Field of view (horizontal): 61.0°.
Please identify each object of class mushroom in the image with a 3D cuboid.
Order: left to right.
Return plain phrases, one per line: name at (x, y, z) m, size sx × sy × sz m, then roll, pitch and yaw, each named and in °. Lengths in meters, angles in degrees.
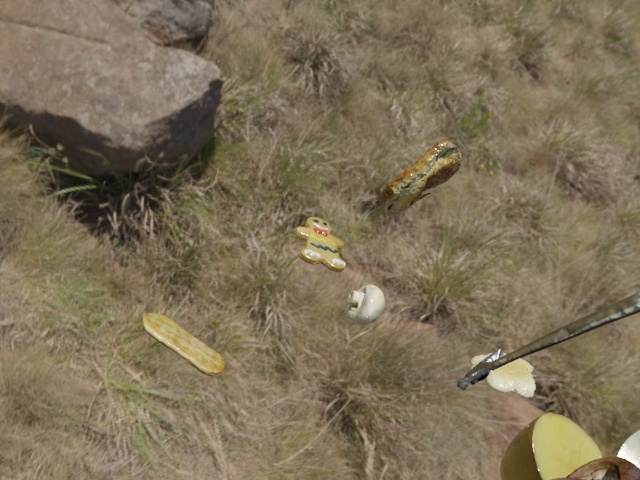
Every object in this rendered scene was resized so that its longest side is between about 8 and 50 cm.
mushroom at (0.085, 0.124, 1.051) m, size 0.068 × 0.083 × 0.083 m, roll 28°, pitch 49°, yaw -19°
mushroom at (0.406, 0.389, 0.819) m, size 0.135 × 0.171 × 0.080 m, roll 9°, pitch 64°, yaw -76°

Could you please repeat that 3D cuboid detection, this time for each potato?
potato at (0.405, 0.428, 0.984) m, size 0.204 × 0.158 × 0.178 m, roll 36°, pitch 48°, yaw -12°

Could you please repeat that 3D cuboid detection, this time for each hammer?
hammer at (0.336, 0.150, 0.801) m, size 0.125 × 0.297 × 0.027 m, roll -17°, pitch 72°, yaw -49°

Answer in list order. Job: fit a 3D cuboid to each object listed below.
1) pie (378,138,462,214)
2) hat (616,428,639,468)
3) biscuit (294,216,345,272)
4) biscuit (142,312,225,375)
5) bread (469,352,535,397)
pie at (0.303, -0.178, 1.666) m, size 0.308 × 0.308 × 0.085 m, roll -26°, pitch 73°, yaw -41°
hat at (0.732, 0.499, 1.069) m, size 0.130 × 0.257 × 0.257 m, roll 57°, pitch 40°, yaw -31°
biscuit at (0.001, -0.001, 1.617) m, size 0.158 × 0.035 × 0.240 m, roll 17°, pitch 33°, yaw -18°
biscuit at (-0.352, 0.263, 1.402) m, size 0.247 × 0.029 × 0.118 m, roll 35°, pitch 14°, yaw 1°
bread at (0.532, 0.383, 1.596) m, size 0.182 × 0.038 × 0.251 m, roll 12°, pitch 12°, yaw 16°
